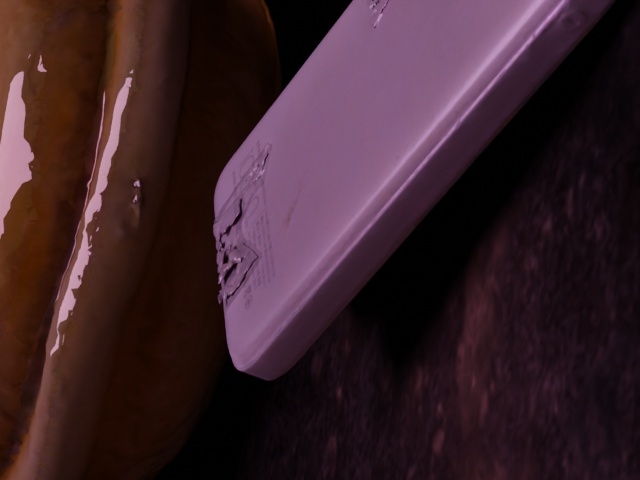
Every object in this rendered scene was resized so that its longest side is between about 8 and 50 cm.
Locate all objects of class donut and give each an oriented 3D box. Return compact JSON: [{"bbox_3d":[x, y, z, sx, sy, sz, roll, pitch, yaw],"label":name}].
[{"bbox_3d":[-0.164,-0.026,1.215,0.449,0.198,0.448,-169,90,-71],"label":"donut"}]

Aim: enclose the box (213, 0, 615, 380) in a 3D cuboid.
[{"bbox_3d":[0.034,-0.068,0.853,0.285,0.044,0.142,-49,31,33],"label":"box"}]
